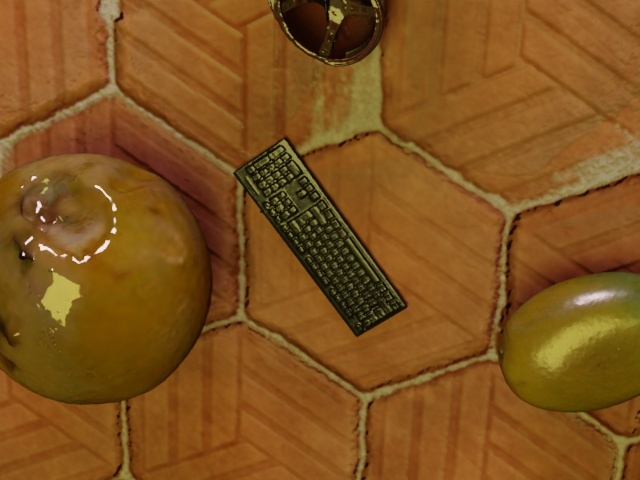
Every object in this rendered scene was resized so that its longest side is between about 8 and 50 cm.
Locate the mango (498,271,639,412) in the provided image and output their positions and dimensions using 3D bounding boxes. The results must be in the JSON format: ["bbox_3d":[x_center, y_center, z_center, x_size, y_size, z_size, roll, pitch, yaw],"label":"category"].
[{"bbox_3d":[0.257,0.092,1.256,0.194,0.092,0.130,-3,111,11],"label":"mango"}]

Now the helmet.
[{"bbox_3d":[0.009,-0.210,1.207,0.089,0.057,0.111,-34,106,28],"label":"helmet"}]

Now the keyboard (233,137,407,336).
[{"bbox_3d":[0.000,0.000,1.328,0.067,0.011,0.202,-31,103,23],"label":"keyboard"}]

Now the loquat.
[{"bbox_3d":[-0.215,0.038,1.293,0.244,0.244,0.244,6,114,12],"label":"loquat"}]
